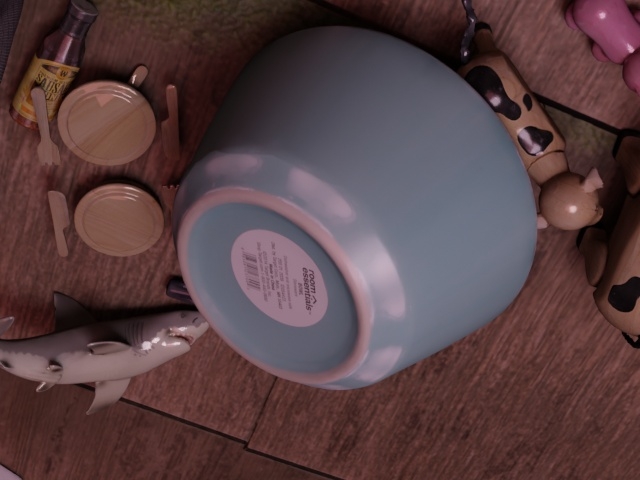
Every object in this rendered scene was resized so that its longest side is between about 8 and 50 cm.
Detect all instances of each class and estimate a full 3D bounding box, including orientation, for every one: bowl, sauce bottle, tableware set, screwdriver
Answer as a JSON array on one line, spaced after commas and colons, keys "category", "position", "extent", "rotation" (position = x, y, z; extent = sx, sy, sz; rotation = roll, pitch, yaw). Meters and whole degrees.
[{"category": "bowl", "position": [0.000, 0.000, 0.763], "extent": [0.312, 0.163, 0.311], "rotation": [21, 132, 25]}, {"category": "sauce bottle", "position": [-0.237, -0.157, 0.830], "extent": [0.042, 0.042, 0.128], "rotation": [29, 121, -12]}, {"category": "tableware set", "position": [-0.196, -0.070, 0.882], "extent": [0.128, 0.039, 0.194], "rotation": [-2, 127, -7]}, {"category": "screwdriver", "position": [-0.078, 0.069, 0.969], "extent": [0.170, 0.025, 0.024], "rotation": [14, 121, -13]}]

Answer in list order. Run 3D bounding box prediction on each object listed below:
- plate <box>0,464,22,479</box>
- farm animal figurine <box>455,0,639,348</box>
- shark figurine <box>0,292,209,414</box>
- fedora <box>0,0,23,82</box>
[{"category": "plate", "position": [-0.551, 0.302, 1.133], "extent": [0.278, 0.045, 0.277], "rotation": [40, 117, -17]}, {"category": "farm animal figurine", "position": [0.278, -0.048, 0.770], "extent": [0.331, 0.172, 0.326], "rotation": [-3, 120, 7]}, {"category": "shark figurine", "position": [-0.265, 0.088, 0.927], "extent": [0.278, 0.116, 0.166], "rotation": [12, 133, -45]}, {"category": "fedora", "position": [-0.348, -0.103, 0.748], "extent": [0.124, 0.243, 0.275], "rotation": [20, 109, -12]}]
